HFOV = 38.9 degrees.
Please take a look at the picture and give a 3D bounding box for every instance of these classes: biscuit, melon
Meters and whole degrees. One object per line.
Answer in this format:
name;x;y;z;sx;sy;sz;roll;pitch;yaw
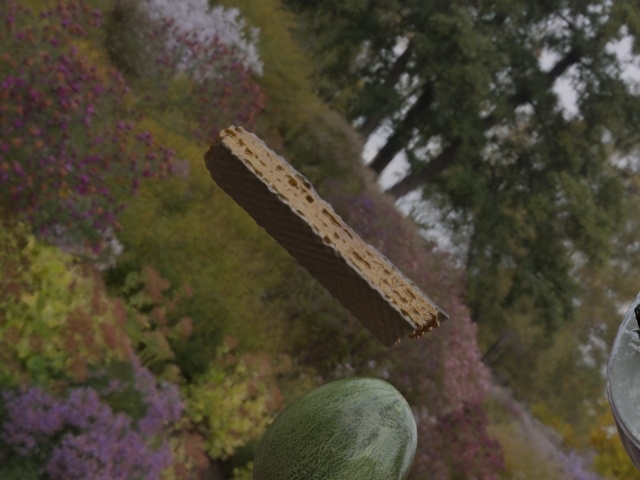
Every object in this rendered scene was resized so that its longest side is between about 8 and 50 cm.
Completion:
biscuit;0.000;0.000;1.186;0.378;0.054;0.094;44;-33;-4
melon;0.010;0.218;0.893;0.139;0.192;0.139;48;4;-4

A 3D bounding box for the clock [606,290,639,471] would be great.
clock;0.257;0.058;0.540;0.064;0.198;0.172;67;-4;-36
